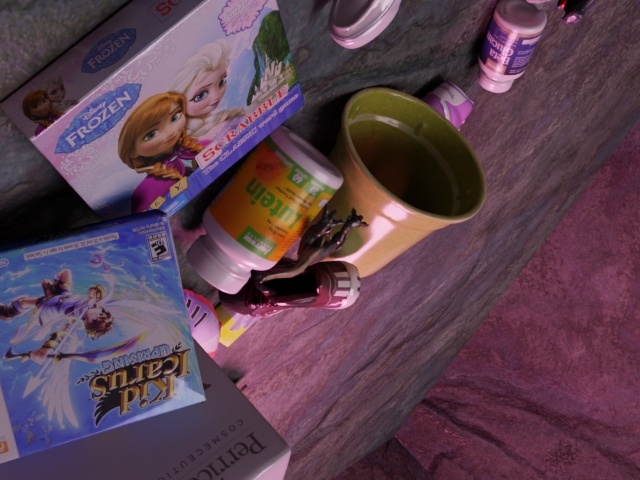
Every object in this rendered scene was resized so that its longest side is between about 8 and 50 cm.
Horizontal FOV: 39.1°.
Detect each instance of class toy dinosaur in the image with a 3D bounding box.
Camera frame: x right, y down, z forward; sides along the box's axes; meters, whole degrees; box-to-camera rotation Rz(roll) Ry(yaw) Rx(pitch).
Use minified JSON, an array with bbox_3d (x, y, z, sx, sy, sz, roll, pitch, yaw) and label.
[{"bbox_3d":[0.000,0.000,1.343,0.118,0.064,0.268,-43,178,21],"label":"toy dinosaur"}]

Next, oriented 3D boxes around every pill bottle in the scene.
[{"bbox_3d":[0.344,-0.356,1.657,0.094,0.094,0.169,-33,156,-29],"label":"pill bottle"},{"bbox_3d":[-0.091,-0.042,1.367,0.245,0.136,0.136,-50,159,12],"label":"pill bottle"}]

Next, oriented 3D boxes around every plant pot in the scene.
[{"bbox_3d":[0.093,-0.073,1.531,0.276,0.276,0.254,-22,160,-46],"label":"plant pot"}]

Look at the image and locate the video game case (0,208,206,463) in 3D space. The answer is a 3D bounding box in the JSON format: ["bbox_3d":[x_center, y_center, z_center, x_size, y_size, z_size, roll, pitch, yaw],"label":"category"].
[{"bbox_3d":[-0.291,0.111,1.073,0.270,0.061,0.244,-15,105,-20],"label":"video game case"}]

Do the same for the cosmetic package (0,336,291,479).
[{"bbox_3d":[-0.300,0.307,1.266,0.329,0.394,0.327,-34,156,-29],"label":"cosmetic package"}]

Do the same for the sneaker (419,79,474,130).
[{"bbox_3d":[0.236,-0.198,1.744,0.161,0.102,0.282,-43,159,-13],"label":"sneaker"}]

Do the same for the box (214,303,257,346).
[{"bbox_3d":[-0.137,0.120,1.712,0.178,0.042,0.109,-43,159,-3],"label":"box"}]

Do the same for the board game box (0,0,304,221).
[{"bbox_3d":[-0.175,-0.164,1.084,0.319,0.066,0.318,-42,159,-9],"label":"board game box"}]

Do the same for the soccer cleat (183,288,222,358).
[{"bbox_3d":[-0.230,0.124,1.494,0.116,0.109,0.318,-61,163,-23],"label":"soccer cleat"}]

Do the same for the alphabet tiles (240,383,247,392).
[{"bbox_3d":[-0.290,0.459,1.978,0.342,0.011,0.285,-48,177,8],"label":"alphabet tiles"}]

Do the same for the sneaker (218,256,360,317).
[{"bbox_3d":[-0.088,0.070,1.492,0.281,0.106,0.162,-8,172,31],"label":"sneaker"}]

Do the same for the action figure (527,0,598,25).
[{"bbox_3d":[0.433,-0.534,1.492,0.330,0.179,0.341,-57,-176,44],"label":"action figure"}]

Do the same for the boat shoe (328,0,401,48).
[{"bbox_3d":[0.078,-0.373,1.158,0.084,0.095,0.258,10,112,-60],"label":"boat shoe"}]
